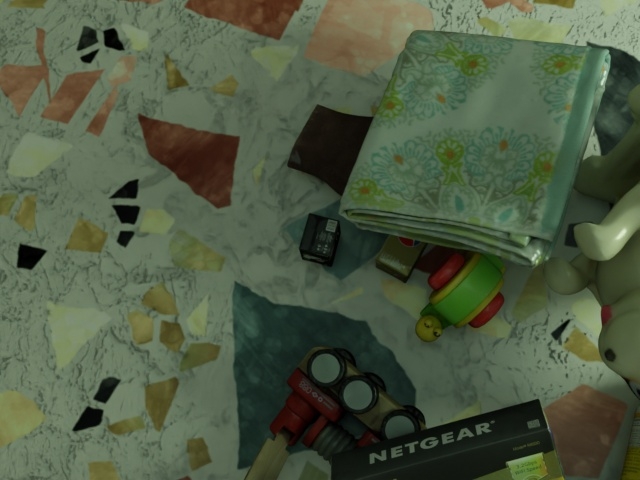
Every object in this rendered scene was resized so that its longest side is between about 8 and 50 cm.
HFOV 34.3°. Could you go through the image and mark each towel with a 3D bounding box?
[{"bbox_3d":[0.229,-0.153,1.532,0.320,0.090,0.374,13,63,21],"label":"towel"}]

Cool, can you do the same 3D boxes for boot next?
[{"bbox_3d":[0.085,-0.181,1.673,0.206,0.090,0.248,27,77,11],"label":"boot"}]

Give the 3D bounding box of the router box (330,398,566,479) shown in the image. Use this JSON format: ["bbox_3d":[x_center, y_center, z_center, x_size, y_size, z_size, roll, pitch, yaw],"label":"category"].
[{"bbox_3d":[0.196,0.379,1.453,0.308,0.081,0.243,-17,111,9],"label":"router box"}]

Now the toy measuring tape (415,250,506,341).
[{"bbox_3d":[0.267,0.031,1.594,0.121,0.121,0.330,42,83,12],"label":"toy measuring tape"}]

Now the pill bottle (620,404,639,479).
[{"bbox_3d":[0.511,0.305,1.516,0.117,0.117,0.208,15,77,7],"label":"pill bottle"}]

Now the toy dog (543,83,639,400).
[{"bbox_3d":[0.510,0.053,1.470,0.395,0.284,0.408,24,58,-11],"label":"toy dog"}]

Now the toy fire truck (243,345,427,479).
[{"bbox_3d":[0.009,0.307,1.542,0.217,0.158,0.246,39,93,11],"label":"toy fire truck"}]

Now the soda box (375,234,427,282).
[{"bbox_3d":[0.154,-0.026,1.646,0.058,0.061,0.181,29,80,9],"label":"soda box"}]

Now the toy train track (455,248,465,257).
[{"bbox_3d":[0.219,0.010,1.659,0.048,0.014,0.083,-20,82,-9],"label":"toy train track"}]

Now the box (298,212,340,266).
[{"bbox_3d":[0.000,0.000,1.637,0.052,0.083,0.062,15,77,6],"label":"box"}]
